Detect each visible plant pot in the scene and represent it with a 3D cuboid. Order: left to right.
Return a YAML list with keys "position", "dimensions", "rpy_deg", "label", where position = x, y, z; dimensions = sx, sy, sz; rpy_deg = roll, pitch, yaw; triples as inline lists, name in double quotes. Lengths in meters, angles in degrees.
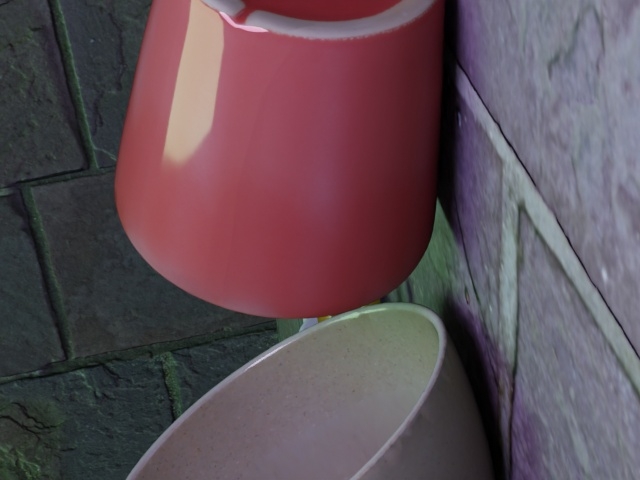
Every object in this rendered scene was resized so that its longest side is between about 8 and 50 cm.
- position: [-0.021, -0.119, 0.893]
  dimensions: [0.243, 0.274, 0.275]
  rpy_deg: [101, 160, -46]
  label: "plant pot"

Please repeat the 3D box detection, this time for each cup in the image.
- position: [0.021, 0.243, 0.976]
  dimensions: [0.237, 0.331, 0.331]
  rpy_deg: [55, 180, -16]
  label: "cup"

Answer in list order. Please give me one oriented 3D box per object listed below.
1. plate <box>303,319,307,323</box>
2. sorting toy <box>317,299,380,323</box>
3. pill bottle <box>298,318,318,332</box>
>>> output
- position: [0.000, 0.000, 1.473]
  dimensions: [0.277, 0.045, 0.278]
  rpy_deg: [-85, -8, -54]
  label: "plate"
- position: [0.009, -0.044, 1.213]
  dimensions: [0.229, 0.041, 0.307]
  rpy_deg: [-8, 93, 60]
  label: "sorting toy"
- position: [0.040, 0.187, 1.365]
  dimensions: [0.119, 0.119, 0.208]
  rpy_deg: [-109, 11, -53]
  label: "pill bottle"
